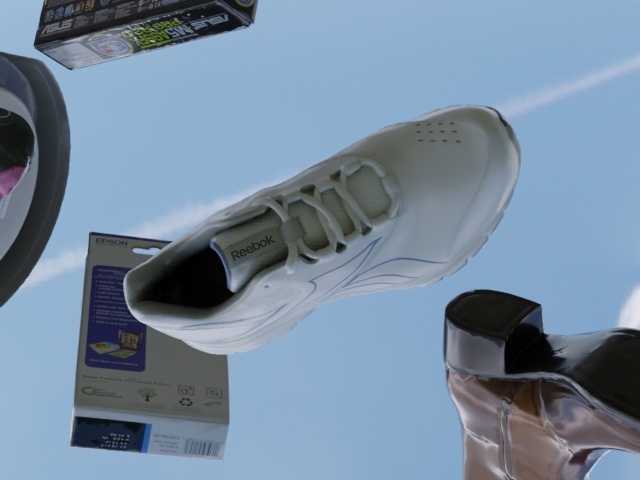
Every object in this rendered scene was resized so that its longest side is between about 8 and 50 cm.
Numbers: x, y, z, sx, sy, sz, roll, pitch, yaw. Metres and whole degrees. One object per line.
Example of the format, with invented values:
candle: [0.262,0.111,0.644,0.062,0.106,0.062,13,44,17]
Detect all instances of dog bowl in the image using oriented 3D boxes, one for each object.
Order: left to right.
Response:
dog bowl: [-0.439,-0.071,1.856,0.102,0.348,0.349,18,-137,23]

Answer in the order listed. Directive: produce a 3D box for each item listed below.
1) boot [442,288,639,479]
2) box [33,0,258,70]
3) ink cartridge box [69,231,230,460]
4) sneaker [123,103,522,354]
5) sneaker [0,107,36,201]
boot: [0.209,0.201,1.255,0.264,0.280,0.096,15,-142,33]
box: [-0.173,-0.308,1.656,0.270,0.060,0.216,-8,-117,36]
ink cartridge box: [-0.188,0.111,1.734,0.165,0.065,0.332,7,-147,-8]
sneaker: [0.000,0.000,1.053,0.297,0.129,0.111,-30,-103,19]
sneaker: [-0.236,-0.056,0.966,0.178,0.072,0.077,-10,-149,39]
